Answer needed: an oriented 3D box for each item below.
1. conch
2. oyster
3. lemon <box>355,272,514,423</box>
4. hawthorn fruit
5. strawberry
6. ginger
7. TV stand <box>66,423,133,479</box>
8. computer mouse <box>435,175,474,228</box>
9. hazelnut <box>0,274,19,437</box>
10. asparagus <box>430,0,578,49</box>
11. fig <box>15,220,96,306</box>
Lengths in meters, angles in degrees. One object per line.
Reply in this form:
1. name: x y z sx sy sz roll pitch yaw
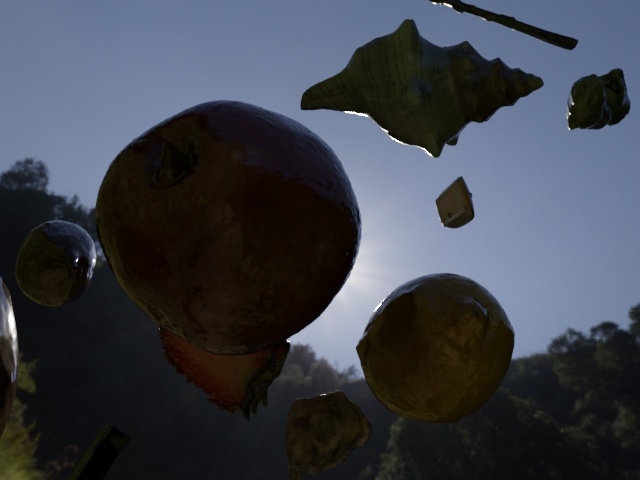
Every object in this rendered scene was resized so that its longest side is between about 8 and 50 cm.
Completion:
1. conch: 0.100 -0.149 0.661 0.234 0.114 0.137 -1 -34 -5
2. oyster: -0.004 0.514 1.741 0.111 0.204 0.396 6 -35 -38
3. lemon: 0.183 0.171 1.042 0.234 0.233 0.288 20 -38 -6
4. hawthorn fruit: -0.142 -0.037 1.000 0.403 0.402 0.402 12 -32 7
5. strawberry: -0.200 0.223 1.429 0.306 0.233 0.138 31 10 28
6. ginger: 0.611 -0.310 1.440 0.089 0.290 0.137 49 -47 24
7. TV stand: -0.340 0.366 0.883 0.040 0.256 0.049 -29 -68 35
8. computer mouse: 0.319 -0.087 1.528 0.045 0.102 0.199 -15 -10 -9
9. hazelnut: -0.602 0.190 0.847 0.421 0.420 0.353 -1 -17 26
10. asparagus: 0.233 -0.303 0.884 0.233 0.023 0.022 26 -42 12
11. fig: -0.489 0.045 1.232 0.146 0.170 0.274 18 -9 -28
